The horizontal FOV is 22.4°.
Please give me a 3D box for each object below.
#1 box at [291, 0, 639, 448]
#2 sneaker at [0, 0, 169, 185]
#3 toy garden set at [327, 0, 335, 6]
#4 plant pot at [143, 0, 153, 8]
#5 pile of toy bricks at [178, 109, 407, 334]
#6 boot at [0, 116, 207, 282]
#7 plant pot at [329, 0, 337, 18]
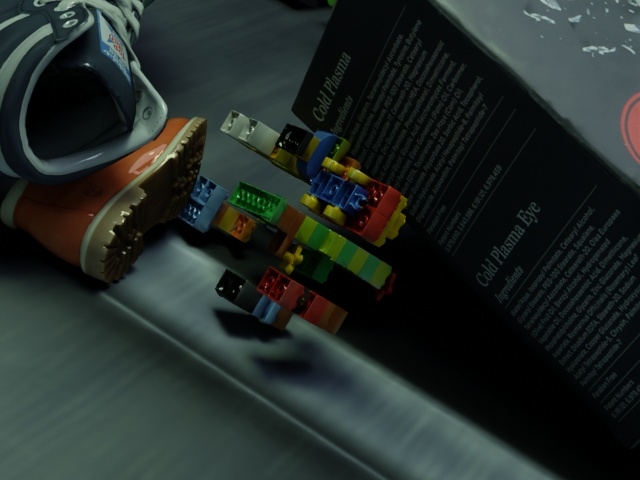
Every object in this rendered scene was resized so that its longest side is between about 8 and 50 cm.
[{"bbox_3d":[0.219,-0.104,1.038,0.312,0.179,0.343,45,56,13],"label":"box"},{"bbox_3d":[-0.131,-0.149,0.945,0.153,0.282,0.099,13,-24,43],"label":"sneaker"},{"bbox_3d":[-0.007,-0.280,1.647,0.244,0.049,0.204,32,27,23],"label":"toy garden set"},{"bbox_3d":[-0.224,-0.244,1.179,0.293,0.196,0.293,19,24,-9],"label":"plant pot"},{"bbox_3d":[0.000,0.000,0.984,0.105,0.118,0.212,31,-1,-28],"label":"pile of toy bricks"},{"bbox_3d":[-0.126,-0.040,0.978,0.085,0.059,0.158,20,35,16],"label":"boot"},{"bbox_3d":[0.059,-0.192,1.446,0.109,0.109,0.096,11,12,-25],"label":"plant pot"}]
